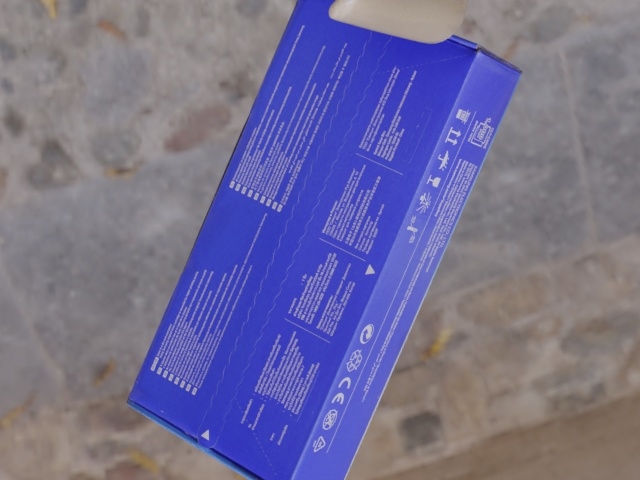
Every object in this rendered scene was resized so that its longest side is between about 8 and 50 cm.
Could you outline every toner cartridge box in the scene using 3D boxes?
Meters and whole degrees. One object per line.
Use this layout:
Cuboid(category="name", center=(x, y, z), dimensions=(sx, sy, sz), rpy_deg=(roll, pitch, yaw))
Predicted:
Cuboid(category="toner cartridge box", center=(0.000, 0.000, 1.291), dimensions=(0.075, 0.165, 0.347), rpy_deg=(17, 99, -56))

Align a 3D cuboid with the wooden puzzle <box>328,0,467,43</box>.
Cuboid(category="wooden puzzle", center=(0.059, -0.246, 1.086), dimensions=(0.044, 0.221, 0.238), rpy_deg=(11, 96, 19))
